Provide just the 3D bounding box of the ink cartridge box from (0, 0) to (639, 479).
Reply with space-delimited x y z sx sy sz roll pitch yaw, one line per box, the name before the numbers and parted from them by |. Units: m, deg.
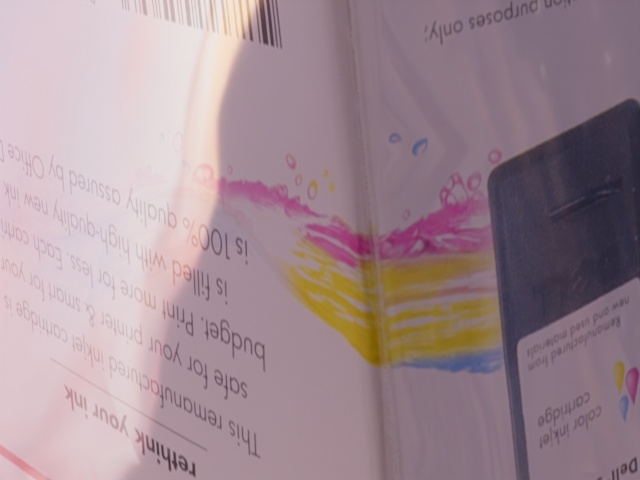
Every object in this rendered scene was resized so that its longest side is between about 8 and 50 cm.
ink cartridge box | 0.000 0.000 0.484 0.119 0.207 0.353 -19 -66 -31
